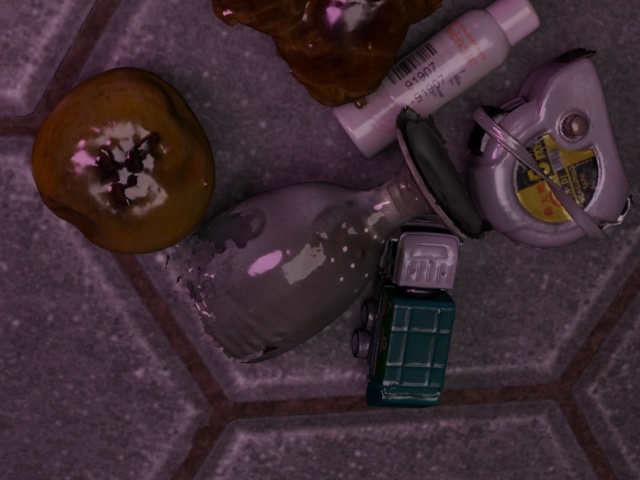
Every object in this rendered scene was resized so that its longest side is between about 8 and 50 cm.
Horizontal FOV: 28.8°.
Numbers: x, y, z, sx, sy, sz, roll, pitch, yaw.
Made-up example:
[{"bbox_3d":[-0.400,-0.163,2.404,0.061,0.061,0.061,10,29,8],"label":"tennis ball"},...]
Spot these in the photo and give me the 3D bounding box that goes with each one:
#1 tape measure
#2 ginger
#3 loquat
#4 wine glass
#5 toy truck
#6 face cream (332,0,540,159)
[{"bbox_3d":[0.275,-0.091,1.529,0.197,0.120,0.236,-22,105,-7],"label":"tape measure"},{"bbox_3d":[-0.002,-0.335,1.379,0.274,0.152,0.357,-40,110,15],"label":"ginger"},{"bbox_3d":[-0.223,-0.083,1.412,0.213,0.213,0.213,-3,108,-8],"label":"loquat"},{"bbox_3d":[0.005,0.002,1.445,0.357,0.190,0.190,-28,111,20],"label":"wine glass"},{"bbox_3d":[0.113,0.096,1.567,0.114,0.124,0.254,4,109,-12],"label":"toy truck"},{"bbox_3d":[0.142,-0.204,1.493,0.269,0.082,0.082,-36,109,4],"label":"face cream"}]
